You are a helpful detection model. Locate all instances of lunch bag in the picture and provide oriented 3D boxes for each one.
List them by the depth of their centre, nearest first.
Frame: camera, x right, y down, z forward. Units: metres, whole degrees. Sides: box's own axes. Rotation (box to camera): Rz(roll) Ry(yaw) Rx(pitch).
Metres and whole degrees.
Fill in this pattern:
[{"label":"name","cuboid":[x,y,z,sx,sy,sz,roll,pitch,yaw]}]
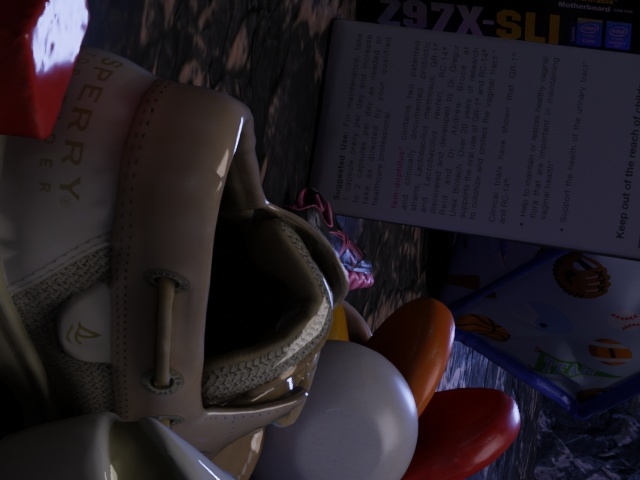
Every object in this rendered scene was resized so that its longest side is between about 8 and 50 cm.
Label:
[{"label":"lunch bag","cuboid":[0.289,-0.075,1.528,0.385,0.239,0.328,-33,-145,52]}]

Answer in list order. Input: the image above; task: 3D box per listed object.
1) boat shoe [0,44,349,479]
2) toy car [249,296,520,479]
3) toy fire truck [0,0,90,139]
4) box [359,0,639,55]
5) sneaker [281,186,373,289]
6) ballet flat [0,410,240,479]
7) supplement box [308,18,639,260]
[{"label":"boat shoe","cuboid":[-0.044,0.031,0.587,0.302,0.098,0.109,74,27,-64]},{"label":"toy car","cuboid":[0.022,0.109,0.805,0.159,0.136,0.182,-124,-141,-75]},{"label":"toy fire truck","cuboid":[-0.106,-0.033,0.363,0.135,0.047,0.192,87,16,-48]},{"label":"box","cuboid":[0.182,-0.236,1.117,0.322,0.257,0.079,-69,164,-45]},{"label":"sneaker","cuboid":[0.000,0.000,0.943,0.119,0.047,0.057,-11,98,-79]},{"label":"ballet flat","cuboid":[-0.065,0.110,0.464,0.409,0.147,0.147,-3,102,-76]},{"label":"supplement box","cuboid":[0.114,-0.053,1.007,0.111,0.220,0.114,1,96,-79]}]
